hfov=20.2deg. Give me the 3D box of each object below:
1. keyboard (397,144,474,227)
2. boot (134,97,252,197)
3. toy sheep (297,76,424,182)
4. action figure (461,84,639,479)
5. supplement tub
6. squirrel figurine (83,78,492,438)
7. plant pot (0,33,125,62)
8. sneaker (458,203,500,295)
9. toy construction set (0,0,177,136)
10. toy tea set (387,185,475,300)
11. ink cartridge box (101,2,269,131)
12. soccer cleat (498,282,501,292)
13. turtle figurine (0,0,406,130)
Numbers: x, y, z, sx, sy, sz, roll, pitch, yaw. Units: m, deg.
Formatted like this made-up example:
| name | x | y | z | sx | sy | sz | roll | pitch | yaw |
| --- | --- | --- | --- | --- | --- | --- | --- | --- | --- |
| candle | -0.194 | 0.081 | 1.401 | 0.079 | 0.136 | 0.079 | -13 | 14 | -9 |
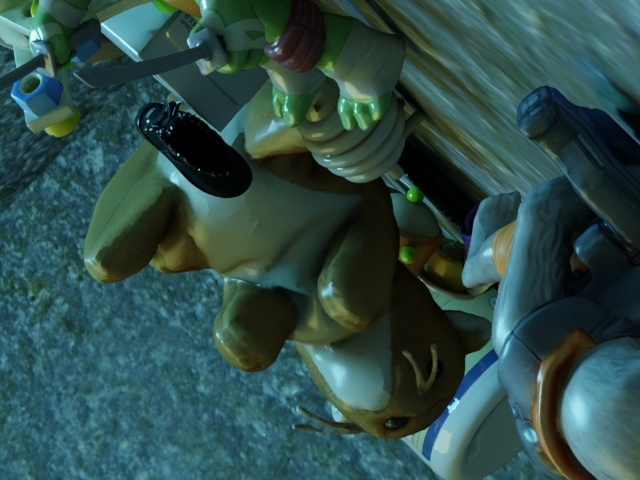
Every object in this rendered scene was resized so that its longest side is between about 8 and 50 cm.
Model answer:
| name | x | y | z | sx | sy | sz | roll | pitch | yaw |
| --- | --- | --- | --- | --- | --- | --- | --- | --- | --- |
| keyboard | 0.129 | -0.033 | 1.756 | 0.180 | 0.023 | 0.108 | 45 | 178 | -28 |
| boot | -0.091 | -0.068 | 1.424 | 0.121 | 0.045 | 0.099 | 38 | 174 | -24 |
| toy sheep | 0.030 | -0.091 | 1.428 | 0.132 | 0.091 | 0.091 | 44 | 179 | -33 |
| action figure | 0.184 | 0.090 | 0.915 | 0.341 | 0.178 | 0.330 | 45 | -172 | 3 |
| supplement tub | 0.135 | 0.130 | 2.277 | 0.316 | 0.228 | 0.228 | 43 | 179 | 27 |
| squirrel figurine | 0.000 | 0.000 | 1.722 | 0.370 | 0.281 | 0.397 | 47 | -166 | -23 |
| plant pot | -0.225 | -0.280 | 1.565 | 0.237 | 0.237 | 0.110 | 43 | 137 | 7 |
| sneaker | 0.155 | 0.002 | 1.614 | 0.071 | 0.068 | 0.170 | 58 | 172 | 6 |
| toy construction set | -0.225 | -0.245 | 1.348 | 0.328 | 0.215 | 0.151 | 44 | 175 | 24 |
| toy tea set | 0.055 | -0.057 | 2.086 | 0.336 | 0.124 | 0.200 | 39 | -154 | 31 |
| ink cartridge box | -0.116 | -0.199 | 1.440 | 0.176 | 0.127 | 0.128 | 42 | 180 | 39 |
| soccer cleat | 0.221 | 0.076 | 1.327 | 0.095 | 0.083 | 0.248 | 38 | 179 | -38 |
| turtle figurine | -0.096 | -0.120 | 1.154 | 0.266 | 0.198 | 0.274 | 25 | -131 | -33 |
